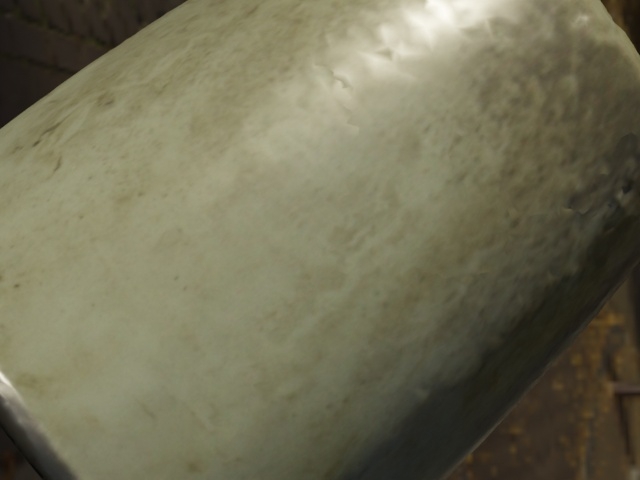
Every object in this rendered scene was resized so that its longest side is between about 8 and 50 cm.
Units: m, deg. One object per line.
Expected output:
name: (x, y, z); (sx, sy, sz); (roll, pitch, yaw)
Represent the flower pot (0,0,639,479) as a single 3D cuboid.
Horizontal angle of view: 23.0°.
flower pot: (0.000, 0.000, 0.792); (0.293, 0.330, 0.293); (52, 0, 1)
